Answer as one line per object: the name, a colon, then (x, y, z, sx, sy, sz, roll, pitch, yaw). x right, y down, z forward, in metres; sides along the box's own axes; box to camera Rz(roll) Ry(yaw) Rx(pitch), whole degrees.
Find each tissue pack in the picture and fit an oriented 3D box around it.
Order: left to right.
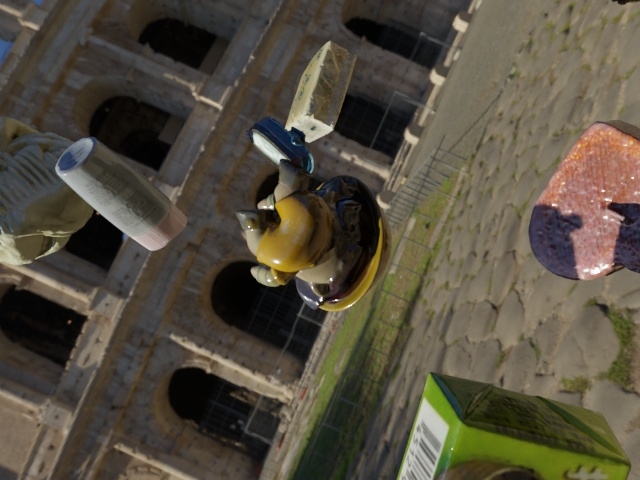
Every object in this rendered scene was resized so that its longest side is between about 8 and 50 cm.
tissue pack: (-0.002, -0.349, 1.190, 0.148, 0.092, 0.197, -7, 62, 66)

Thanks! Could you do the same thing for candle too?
candle: (0.519, -0.068, 0.867, 0.316, 0.131, 0.288, -4, 95, 52)

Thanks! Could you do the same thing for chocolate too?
chocolate: (0.269, 0.382, 0.740, 0.137, 0.288, 0.301, -98, 23, -81)

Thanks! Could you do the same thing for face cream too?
face cream: (-0.280, -0.062, 0.723, 0.084, 0.057, 0.198, -37, -38, -1)

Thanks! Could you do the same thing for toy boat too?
toy boat: (-0.055, -0.145, 0.745, 0.060, 0.137, 0.060, -29, -41, -31)

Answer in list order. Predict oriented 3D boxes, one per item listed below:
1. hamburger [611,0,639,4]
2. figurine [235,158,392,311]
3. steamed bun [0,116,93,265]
hamburger: (0.382, -0.406, 0.600, 0.183, 0.129, 0.206, 139, 119, -62)
figurine: (0.004, 0.002, 0.671, 0.193, 0.167, 0.256, -69, -20, 6)
steamed bun: (-0.709, -0.096, 1.170, 0.238, 0.393, 0.347, 102, 153, -62)
